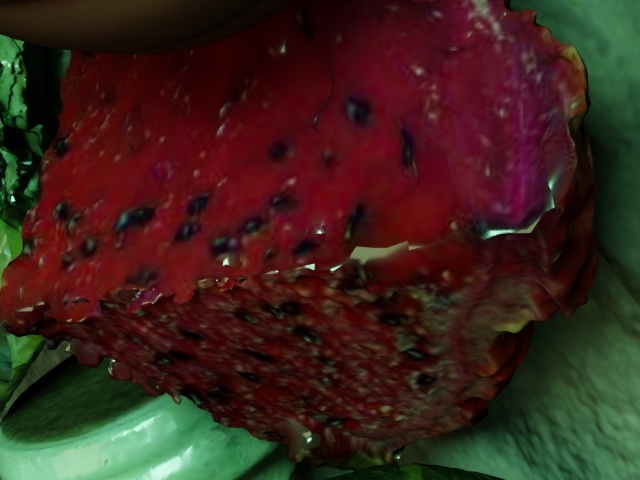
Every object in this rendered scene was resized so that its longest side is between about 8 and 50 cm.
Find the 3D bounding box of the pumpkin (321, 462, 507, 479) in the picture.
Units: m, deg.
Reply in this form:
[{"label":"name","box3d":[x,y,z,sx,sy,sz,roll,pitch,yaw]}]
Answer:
[{"label":"pumpkin","box3d":[0.040,0.213,0.713,0.157,0.223,0.224,-102,15,-53]}]

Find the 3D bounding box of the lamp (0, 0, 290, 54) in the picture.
[{"label":"lamp","box3d":[-0.105,-0.206,0.513,0.257,0.303,0.303,-36,79,12]}]

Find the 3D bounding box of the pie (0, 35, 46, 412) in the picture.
[{"label":"pie","box3d":[-0.233,-0.027,0.917,0.371,0.078,0.296,-114,33,-43]}]

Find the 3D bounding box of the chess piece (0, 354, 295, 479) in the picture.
[{"label":"chess piece","box3d":[-0.052,0.201,0.862,0.194,0.194,0.299,-4,116,51]}]

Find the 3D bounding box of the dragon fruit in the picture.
[{"label":"dragon fruit","box3d":[0.000,0.000,0.628,0.330,0.240,0.302,5,129,57]}]
